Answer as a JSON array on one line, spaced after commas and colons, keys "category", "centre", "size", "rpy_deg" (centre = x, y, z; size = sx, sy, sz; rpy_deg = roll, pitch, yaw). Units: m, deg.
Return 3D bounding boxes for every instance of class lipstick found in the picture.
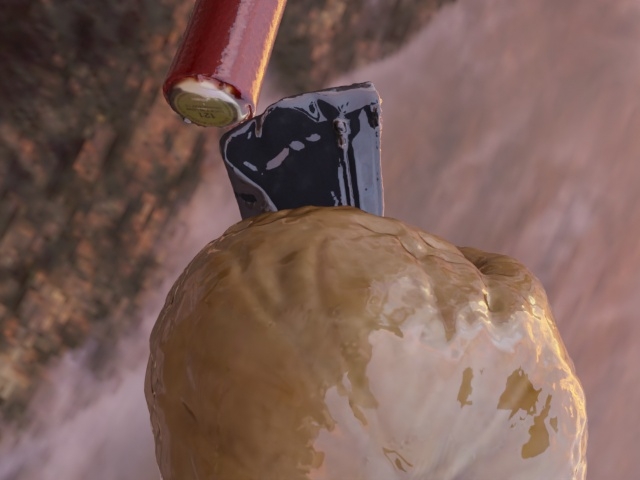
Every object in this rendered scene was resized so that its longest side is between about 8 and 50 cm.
[{"category": "lipstick", "centre": [-0.061, -0.205, 1.517], "size": [0.080, 0.080, 0.241], "rpy_deg": [63, 36, -54]}]

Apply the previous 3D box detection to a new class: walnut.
[{"category": "walnut", "centre": [0.024, 0.109, 1.144], "size": [0.277, 0.313, 0.252], "rpy_deg": [17, 100, -17]}]

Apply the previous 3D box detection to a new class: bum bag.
[{"category": "bum bag", "centre": [0.000, 0.000, 1.356], "size": [0.123, 0.060, 0.248], "rpy_deg": [-10, 118, -3]}]
